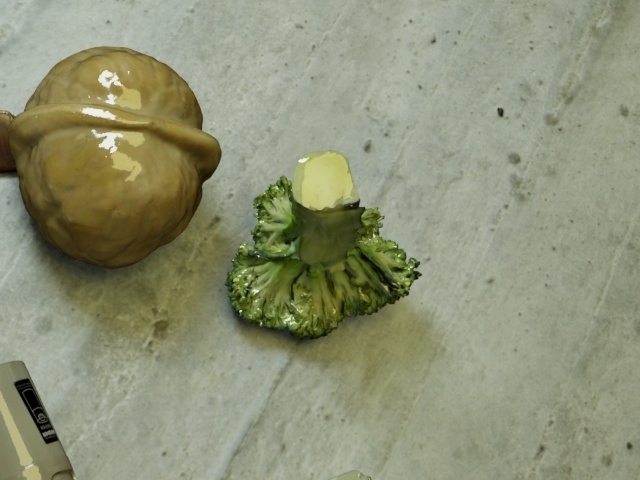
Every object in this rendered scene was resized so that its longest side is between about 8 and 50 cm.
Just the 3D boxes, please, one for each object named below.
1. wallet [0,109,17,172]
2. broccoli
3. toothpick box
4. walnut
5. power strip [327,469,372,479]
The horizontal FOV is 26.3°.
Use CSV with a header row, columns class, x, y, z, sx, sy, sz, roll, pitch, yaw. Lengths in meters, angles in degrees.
class,x,y,z,sx,sy,sz,roll,pitch,yaw
wallet,-0.502,-0.131,1.869,0.176,0.026,0.095,-7,78,-25
broccoli,-0.021,-0.008,1.846,0.252,0.361,0.221,7,68,21
toothpick box,-0.384,0.254,1.708,0.111,0.111,0.181,-20,76,-29
walnut,-0.275,-0.112,1.824,0.285,0.285,0.296,9,72,-20
power strip,-0.012,0.362,1.868,0.191,0.030,0.047,-18,78,-28
